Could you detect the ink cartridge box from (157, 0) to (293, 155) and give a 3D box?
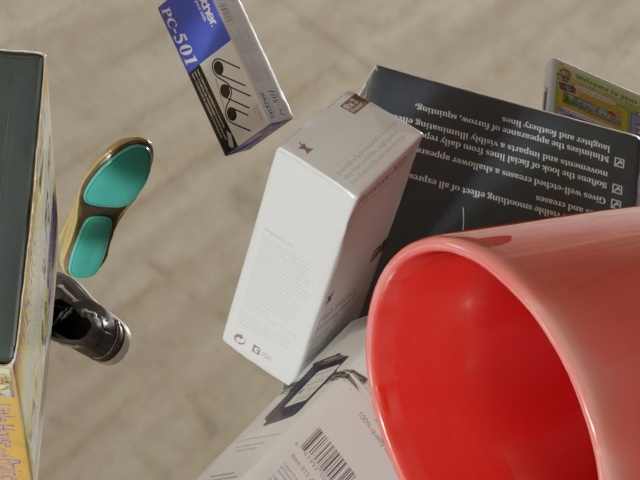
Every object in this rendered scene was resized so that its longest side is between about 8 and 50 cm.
[{"bbox_3d":[-0.117,-0.218,2.177,0.046,0.207,0.097,-18,-10,-44],"label":"ink cartridge box"}]

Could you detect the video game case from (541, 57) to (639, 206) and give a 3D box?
[{"bbox_3d":[0.360,-0.110,2.133,0.023,0.212,0.193,125,162,-47],"label":"video game case"}]

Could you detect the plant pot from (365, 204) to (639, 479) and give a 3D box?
[{"bbox_3d":[0.206,0.095,1.288,0.243,0.275,0.275,-19,-26,-29],"label":"plant pot"}]

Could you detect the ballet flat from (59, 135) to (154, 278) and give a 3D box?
[{"bbox_3d":[-0.273,-0.055,2.188,0.080,0.073,0.232,9,-51,-31],"label":"ballet flat"}]

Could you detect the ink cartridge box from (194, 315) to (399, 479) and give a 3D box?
[{"bbox_3d":[0.032,0.193,1.471,0.237,0.172,0.100,-44,14,-33],"label":"ink cartridge box"}]

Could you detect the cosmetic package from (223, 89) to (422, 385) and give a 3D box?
[{"bbox_3d":[0.000,0.000,1.514,0.117,0.085,0.231,-44,-20,-44],"label":"cosmetic package"}]

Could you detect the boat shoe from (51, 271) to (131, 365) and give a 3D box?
[{"bbox_3d":[-0.299,0.075,2.003,0.065,0.206,0.075,34,-95,-53],"label":"boat shoe"}]

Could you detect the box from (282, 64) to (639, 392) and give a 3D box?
[{"bbox_3d":[0.138,0.070,1.781,0.212,0.293,0.395,120,163,-60],"label":"box"}]

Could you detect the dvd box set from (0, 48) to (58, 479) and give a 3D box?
[{"bbox_3d":[-0.300,0.048,1.729,0.420,0.062,0.307,105,167,-67],"label":"dvd box set"}]
